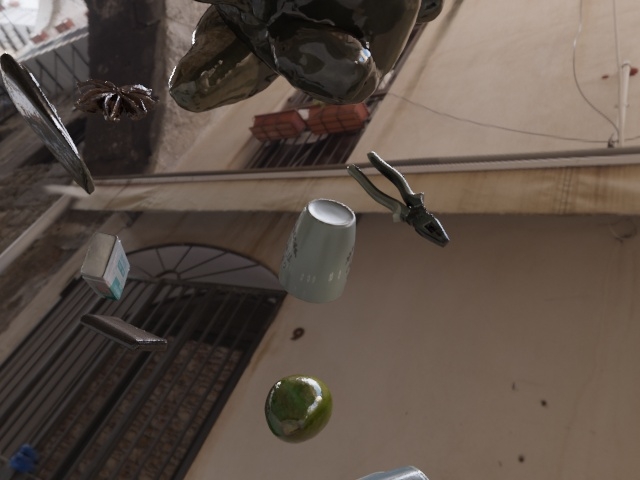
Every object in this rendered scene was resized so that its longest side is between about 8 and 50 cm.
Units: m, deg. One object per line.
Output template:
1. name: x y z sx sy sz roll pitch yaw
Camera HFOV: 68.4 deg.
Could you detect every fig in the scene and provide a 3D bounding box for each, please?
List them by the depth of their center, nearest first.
1. fig: -0.061 0.452 1.254 0.180 0.191 0.181 2 -80 10

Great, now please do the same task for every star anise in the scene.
1. star anise: -0.545 -0.370 1.260 0.212 0.197 0.073 5 -51 -18

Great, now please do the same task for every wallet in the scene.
1. wallet: -0.506 -0.212 0.889 0.245 0.052 0.168 53 -26 2
2. wallet: -0.578 0.269 1.388 0.250 0.044 0.149 15 -6 28

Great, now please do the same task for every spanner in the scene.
1. spanner: 0.185 -0.098 1.102 0.325 0.095 0.040 51 -10 33

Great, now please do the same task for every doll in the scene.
1. doll: -0.028 -0.237 0.503 0.252 0.382 0.379 34 -42 -7

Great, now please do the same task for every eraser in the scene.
1. eraser: -0.468 0.061 1.036 0.052 0.096 0.225 15 -22 -11

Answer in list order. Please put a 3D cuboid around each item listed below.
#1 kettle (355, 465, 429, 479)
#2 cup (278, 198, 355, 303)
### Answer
1. kettle: 0.048 0.438 0.713 0.210 0.243 0.160 -27 -104 63
2. cup: 0.000 0.000 1.281 0.186 0.258 0.234 11 -58 -7
